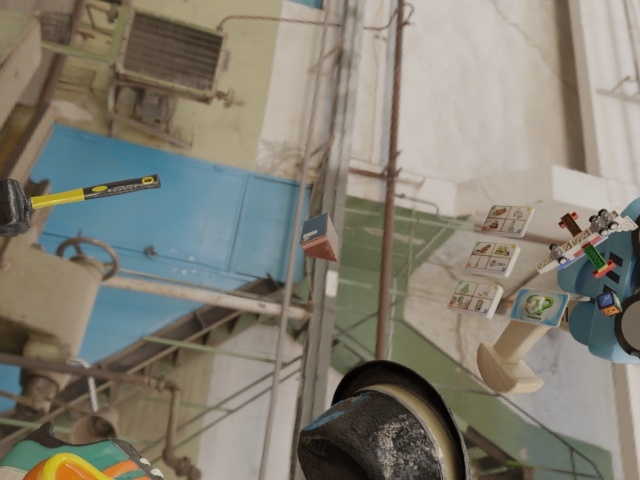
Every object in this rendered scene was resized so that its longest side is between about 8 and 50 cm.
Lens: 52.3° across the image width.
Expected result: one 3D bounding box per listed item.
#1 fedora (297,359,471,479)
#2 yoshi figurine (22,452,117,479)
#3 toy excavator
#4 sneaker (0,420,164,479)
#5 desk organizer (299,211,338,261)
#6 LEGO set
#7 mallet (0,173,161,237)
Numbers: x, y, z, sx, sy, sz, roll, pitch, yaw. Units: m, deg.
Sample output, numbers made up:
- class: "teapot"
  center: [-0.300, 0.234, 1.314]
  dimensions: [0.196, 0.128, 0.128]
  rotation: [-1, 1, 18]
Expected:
- class: "fedora"
  center: [0.072, 0.348, 1.034]
  dimensions: [0.334, 0.153, 0.334]
  rotation: [0, -90, 53]
- class: "yoshi figurine"
  center: [-0.260, 0.330, 0.430]
  dimensions: [0.203, 0.362, 0.203]
  rotation: [52, 3, 30]
- class: "toy excavator"
  center: [0.503, 0.122, 1.192]
  dimensions: [0.445, 0.222, 0.432]
  rotation: [18, -80, 60]
- class: "sneaker"
  center: [-0.209, 0.285, 0.720]
  dimensions: [0.121, 0.302, 0.108]
  rotation: [-66, 175, -51]
- class: "desk organizer"
  center: [0.000, 0.000, 1.064]
  dimensions: [0.130, 0.047, 0.050]
  rotation: [-84, 152, -72]
- class: "LEGO set"
  center: [0.308, 0.040, 0.886]
  dimensions: [0.244, 0.060, 0.182]
  rotation: [5, -116, 54]
- class: "mallet"
  center: [-0.280, -0.044, 0.752]
  dimensions: [0.039, 0.190, 0.062]
  rotation: [117, -37, -63]
